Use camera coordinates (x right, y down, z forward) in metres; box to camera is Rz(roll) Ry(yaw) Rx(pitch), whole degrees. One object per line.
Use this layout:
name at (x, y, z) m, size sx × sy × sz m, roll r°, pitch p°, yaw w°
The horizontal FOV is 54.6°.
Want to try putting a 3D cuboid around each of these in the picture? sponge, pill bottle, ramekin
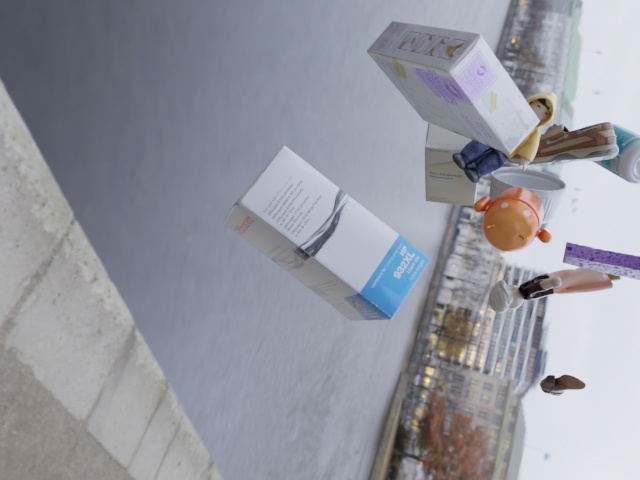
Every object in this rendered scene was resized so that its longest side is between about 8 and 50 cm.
sponge at (0.609, 0.049, 1.271) m, size 0.117 × 0.210 × 0.031 m, roll 31°, pitch 73°, yaw -67°
pill bottle at (0.990, -0.300, 2.061) m, size 0.264 × 0.146 × 0.146 m, roll -119°, pitch -147°, yaw -56°
ramekin at (0.577, -0.125, 1.755) m, size 0.207 × 0.207 × 0.108 m, roll -53°, pitch 152°, yaw -62°

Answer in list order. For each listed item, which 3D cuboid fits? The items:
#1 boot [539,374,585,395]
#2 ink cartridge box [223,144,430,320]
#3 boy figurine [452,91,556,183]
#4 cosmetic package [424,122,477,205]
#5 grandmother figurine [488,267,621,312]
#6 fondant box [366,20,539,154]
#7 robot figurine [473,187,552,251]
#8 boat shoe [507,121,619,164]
boot at (0.696, 0.422, 1.789) m, size 0.086 × 0.119 × 0.042 m, roll 75°, pitch 35°, yaw -48°
ink cartridge box at (0.000, 0.000, 1.075) m, size 0.129 × 0.308 × 0.223 m, roll -54°, pitch -173°, yaw -14°
boy figurine at (0.482, -0.261, 1.573) m, size 0.285 × 0.177 × 0.092 m, roll -37°, pitch 179°, yaw 24°
cosmetic package at (0.394, -0.229, 1.840) m, size 0.309 × 0.160 × 0.113 m, roll 67°, pitch 33°, yaw -62°
grandmother figurine at (0.633, 0.124, 1.709) m, size 0.208 × 0.343 × 0.103 m, roll 34°, pitch 41°, yaw -65°
fondant box at (0.265, -0.326, 1.290) m, size 0.096 × 0.238 × 0.330 m, roll -49°, pitch -148°, yaw 0°
robot figurine at (0.451, -0.049, 1.447) m, size 0.158 × 0.128 × 0.219 m, roll 61°, pitch 32°, yaw -5°
boat shoe at (0.712, -0.287, 1.849) m, size 0.123 × 0.325 × 0.116 m, roll -5°, pitch 92°, yaw -55°
